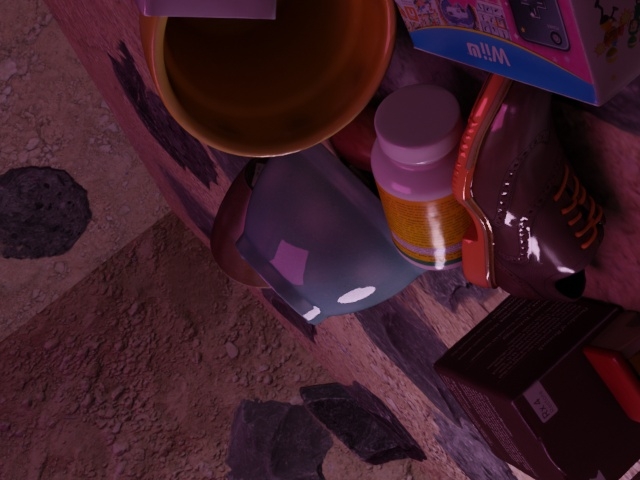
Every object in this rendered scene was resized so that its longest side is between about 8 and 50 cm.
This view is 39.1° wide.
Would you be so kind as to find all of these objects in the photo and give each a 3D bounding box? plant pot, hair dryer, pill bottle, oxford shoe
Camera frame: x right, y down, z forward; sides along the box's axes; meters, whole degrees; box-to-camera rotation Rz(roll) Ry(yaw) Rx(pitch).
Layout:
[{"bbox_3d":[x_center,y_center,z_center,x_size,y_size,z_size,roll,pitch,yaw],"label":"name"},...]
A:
[{"bbox_3d":[0.000,0.000,1.336,0.293,0.196,0.293,44,-179,-1],"label":"plant pot"},{"bbox_3d":[0.102,-0.090,1.181,0.223,0.080,0.293,44,-179,15],"label":"hair dryer"},{"bbox_3d":[-0.077,-0.255,0.971,0.254,0.254,0.239,62,180,-40],"label":"plant pot"},{"bbox_3d":[0.119,-0.068,0.979,0.117,0.117,0.208,42,165,35],"label":"pill bottle"},{"bbox_3d":[-0.103,-0.057,1.738,0.215,0.215,0.230,46,153,20],"label":"plant pot"},{"bbox_3d":[0.209,-0.052,0.848,0.132,0.130,0.364,22,160,22],"label":"oxford shoe"}]

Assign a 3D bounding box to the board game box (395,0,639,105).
[{"bbox_3d":[0.105,-0.260,0.604,0.224,0.097,0.303,35,161,54],"label":"board game box"}]

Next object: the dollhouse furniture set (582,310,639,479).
[{"bbox_3d":[0.409,0.264,0.898,0.374,0.152,0.201,53,168,-9],"label":"dollhouse furniture set"}]

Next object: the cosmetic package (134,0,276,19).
[{"bbox_3d":[-0.113,-0.346,0.653,0.377,0.097,0.285,-124,38,-56],"label":"cosmetic package"}]

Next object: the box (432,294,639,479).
[{"bbox_3d":[0.277,0.177,1.082,0.168,0.167,0.203,55,167,-15],"label":"box"}]
